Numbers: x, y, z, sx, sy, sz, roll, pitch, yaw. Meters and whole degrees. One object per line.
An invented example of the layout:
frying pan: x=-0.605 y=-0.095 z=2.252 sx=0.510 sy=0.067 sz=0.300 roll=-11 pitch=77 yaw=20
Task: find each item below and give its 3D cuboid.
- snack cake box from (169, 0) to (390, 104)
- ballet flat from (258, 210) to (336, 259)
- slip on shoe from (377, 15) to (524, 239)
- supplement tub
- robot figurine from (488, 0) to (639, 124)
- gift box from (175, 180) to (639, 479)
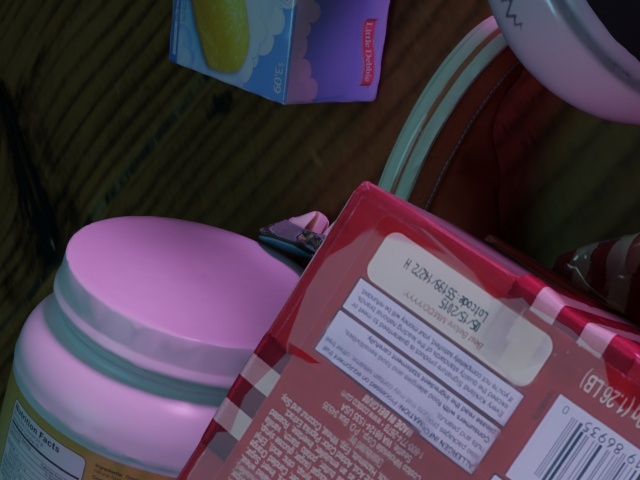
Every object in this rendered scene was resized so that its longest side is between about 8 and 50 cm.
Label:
snack cake box: x=-0.022 y=-0.241 z=0.899 sx=0.152 sy=0.089 sz=0.264 roll=27 pitch=116 yaw=48
ballet flat: x=0.000 y=0.000 z=0.940 sx=0.114 sy=0.041 sz=0.041 roll=23 pitch=108 yaw=47
slip on shoe: x=0.076 y=0.023 z=0.804 sx=0.101 sy=0.123 sz=0.331 roll=19 pitch=102 yaw=14
supplement tub: x=-0.125 y=0.163 z=0.941 sx=0.228 sy=0.228 sz=0.316 roll=39 pitch=119 yaw=43
robot figurine: x=0.202 y=-0.165 z=0.587 sx=0.278 sy=0.173 sz=0.209 roll=-32 pitch=35 yaw=46
gift box: x=0.112 y=0.126 z=0.602 sx=0.255 sy=0.258 sz=0.276 roll=40 pitch=98 yaw=25
